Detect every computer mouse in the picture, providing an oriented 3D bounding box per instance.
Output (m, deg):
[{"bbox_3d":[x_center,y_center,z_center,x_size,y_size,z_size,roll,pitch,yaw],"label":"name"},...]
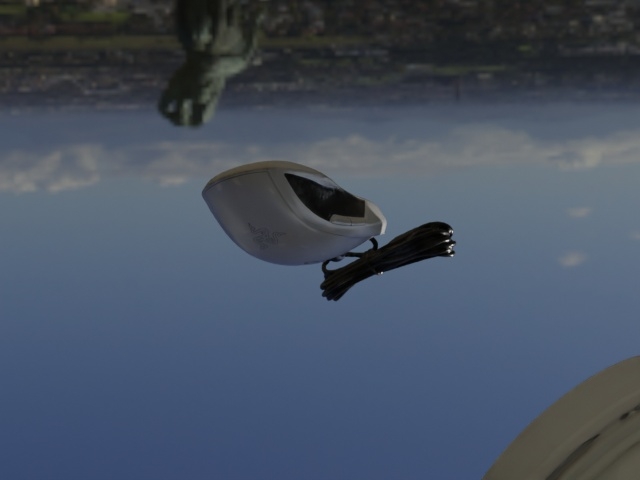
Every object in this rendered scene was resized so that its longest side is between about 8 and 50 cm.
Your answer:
[{"bbox_3d":[0.000,0.000,0.720,0.106,0.042,0.193,-17,159,30],"label":"computer mouse"}]

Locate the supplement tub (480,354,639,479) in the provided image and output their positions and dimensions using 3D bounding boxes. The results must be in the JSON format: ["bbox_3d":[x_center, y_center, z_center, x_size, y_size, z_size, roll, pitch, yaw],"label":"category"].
[{"bbox_3d":[0.253,0.245,0.676,0.241,0.241,0.331,-6,-141,-38],"label":"supplement tub"}]
